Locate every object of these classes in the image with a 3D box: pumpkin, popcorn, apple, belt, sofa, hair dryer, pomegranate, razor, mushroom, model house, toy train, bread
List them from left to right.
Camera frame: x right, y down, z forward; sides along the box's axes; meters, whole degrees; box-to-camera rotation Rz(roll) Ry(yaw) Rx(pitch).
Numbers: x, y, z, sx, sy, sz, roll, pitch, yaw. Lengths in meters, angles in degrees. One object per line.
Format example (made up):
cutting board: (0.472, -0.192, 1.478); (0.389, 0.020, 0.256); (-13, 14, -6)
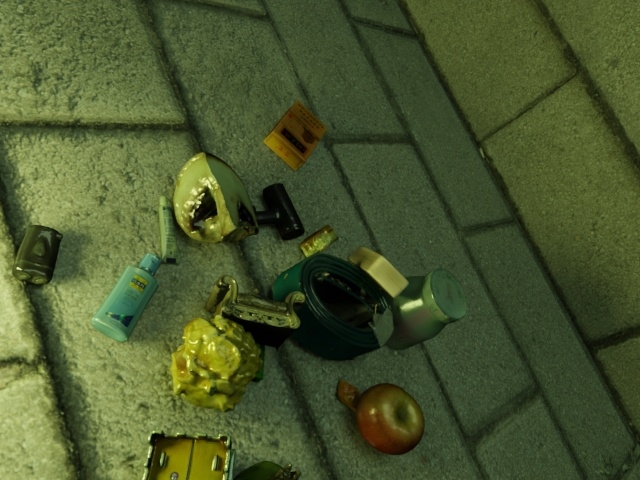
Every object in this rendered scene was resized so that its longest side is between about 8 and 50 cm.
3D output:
razor: (-0.695, 0.033, 1.390); (0.090, 0.054, 0.147); (23, 49, -31)
model house: (-0.300, 0.552, 1.285); (0.199, 0.215, 0.224); (4, 54, -4)
popcorn: (-0.271, 0.322, 1.444); (0.249, 0.249, 0.225); (35, 33, -20)
mushroom: (-0.320, -0.094, 1.766); (0.292, 0.212, 0.217); (55, 9, 19)
sofa: (-0.187, 0.187, 1.612); (0.259, 0.200, 0.181); (14, 55, -15)
toy train: (-0.189, 0.313, 1.682); (0.044, 0.042, 0.209); (23, 49, -31)
hair dryer: (-0.191, -0.090, 1.933); (0.251, 0.089, 0.197); (-12, 72, -40)
pomegranate: (-0.125, 0.627, 1.389); (0.187, 0.225, 0.187); (23, 38, -19)
bread: (0.000, 0.000, 2.008); (0.069, 0.128, 0.140); (57, 41, -3)
belt: (0.049, 0.227, 1.866); (0.437, 0.173, 0.300); (29, 48, -27)
pumpkin: (0.097, 0.502, 1.827); (0.101, 0.035, 0.073); (40, 45, -19)
apple: (0.211, 0.563, 1.782); (0.234, 0.173, 0.210); (55, 44, -3)

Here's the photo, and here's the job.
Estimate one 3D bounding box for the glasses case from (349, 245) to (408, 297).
glasses case: (0.201, 0.105, 2.008); (0.144, 0.076, 0.336); (45, -2, -11)

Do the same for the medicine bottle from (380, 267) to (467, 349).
medicine bottle: (0.358, 0.241, 2.055); (0.245, 0.290, 0.244); (24, 49, -31)

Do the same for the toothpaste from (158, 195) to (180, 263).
toothpaste: (-0.456, -0.033, 1.675); (0.062, 0.037, 0.216); (5, 64, -42)

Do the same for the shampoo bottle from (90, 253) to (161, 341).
shampoo bottle: (-0.499, 0.139, 1.497); (0.104, 0.061, 0.258); (37, 43, -18)

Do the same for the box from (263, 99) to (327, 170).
box: (-0.094, -0.421, 2.250); (0.174, 0.076, 0.274); (41, 42, -13)
